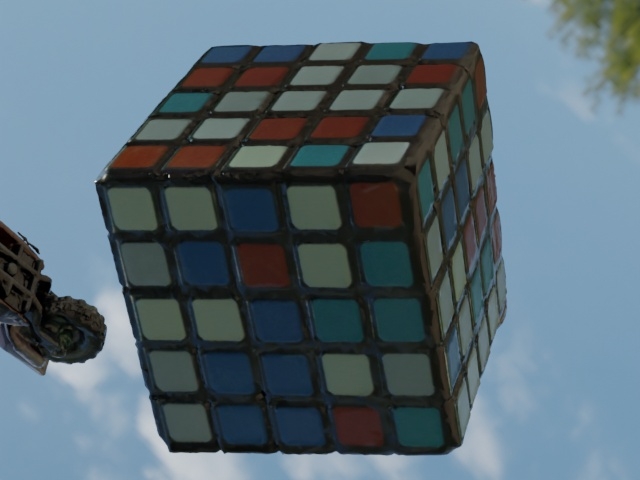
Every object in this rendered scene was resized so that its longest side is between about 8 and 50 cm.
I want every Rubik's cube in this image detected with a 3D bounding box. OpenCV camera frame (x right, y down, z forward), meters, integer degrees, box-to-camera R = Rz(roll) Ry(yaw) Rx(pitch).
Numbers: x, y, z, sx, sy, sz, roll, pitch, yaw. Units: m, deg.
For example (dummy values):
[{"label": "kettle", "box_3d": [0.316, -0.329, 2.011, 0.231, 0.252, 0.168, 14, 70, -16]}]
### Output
[{"label": "Rubik's cube", "box_3d": [0.000, 0.000, 1.058, 0.187, 0.184, 0.182, -62, -34, -58]}]

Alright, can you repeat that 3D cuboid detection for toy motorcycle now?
[{"label": "toy motorcycle", "box_3d": [-0.265, 0.039, 1.382, 0.213, 0.122, 0.082, 42, -136, -33]}]

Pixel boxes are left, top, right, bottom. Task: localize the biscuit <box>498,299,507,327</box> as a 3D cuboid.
[{"label": "biscuit", "box_3d": [0.059, 0.041, 1.912, 0.301, 0.049, 0.197, 15, -137, 35]}]
